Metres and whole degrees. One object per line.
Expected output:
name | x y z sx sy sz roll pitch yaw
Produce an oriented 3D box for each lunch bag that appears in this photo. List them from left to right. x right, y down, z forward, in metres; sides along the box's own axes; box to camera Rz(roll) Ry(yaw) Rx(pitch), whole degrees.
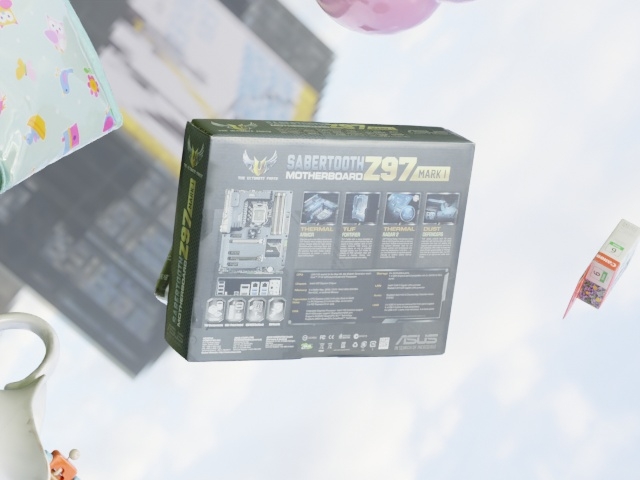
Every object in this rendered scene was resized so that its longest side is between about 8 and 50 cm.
lunch bag | -0.344 -0.187 1.753 0.160 0.262 0.223 -13 -165 31

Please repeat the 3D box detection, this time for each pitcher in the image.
pitcher | -0.304 0.128 1.361 0.125 0.207 0.178 98 -8 -50

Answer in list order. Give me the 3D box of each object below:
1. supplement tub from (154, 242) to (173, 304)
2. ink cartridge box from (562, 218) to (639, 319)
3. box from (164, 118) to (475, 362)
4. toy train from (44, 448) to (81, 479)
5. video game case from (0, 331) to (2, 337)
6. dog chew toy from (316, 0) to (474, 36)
supplement tub | -0.090 -0.006 1.886 0.190 0.117 0.117 -68 -162 -7
ink cartridge box | 0.294 0.035 1.859 0.115 0.029 0.063 -49 162 -40
box | 0.000 0.000 1.414 0.059 0.232 0.183 -144 -123 -59
toy train | -0.344 0.236 1.916 0.125 0.166 0.046 -48 -153 -1
video game case | -0.523 0.062 2.253 0.201 0.183 0.023 -11 -157 20
dog chew toy | 0.146 -0.374 2.198 0.332 0.206 0.206 -12 -148 25
